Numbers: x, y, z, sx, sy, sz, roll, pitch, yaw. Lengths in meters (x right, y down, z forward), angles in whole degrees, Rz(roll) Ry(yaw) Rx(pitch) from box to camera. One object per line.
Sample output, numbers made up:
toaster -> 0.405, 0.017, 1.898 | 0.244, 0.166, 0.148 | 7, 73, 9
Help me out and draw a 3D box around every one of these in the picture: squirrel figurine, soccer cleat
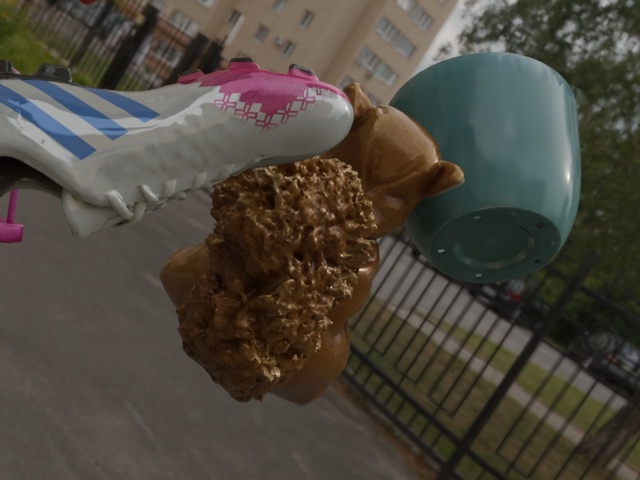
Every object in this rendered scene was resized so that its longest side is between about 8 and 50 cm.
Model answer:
squirrel figurine -> 0.000, 0.000, 1.041 | 0.281, 0.370, 0.397 | 44, 8, 3
soccer cleat -> -0.138, -0.065, 0.709 | 0.331, 0.143, 0.116 | 0, -21, 0

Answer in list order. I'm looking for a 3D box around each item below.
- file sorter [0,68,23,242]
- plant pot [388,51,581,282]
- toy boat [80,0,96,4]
file sorter -> -0.456, -0.115, 0.892 | 0.202, 0.182, 0.291 | 5, 6, -45
plant pot -> 0.240, -0.082, 1.241 | 0.293, 0.293, 0.235 | 29, 45, -33
toy boat -> -0.323, -0.453, 1.049 | 0.318, 0.148, 0.267 | 52, 8, -11
